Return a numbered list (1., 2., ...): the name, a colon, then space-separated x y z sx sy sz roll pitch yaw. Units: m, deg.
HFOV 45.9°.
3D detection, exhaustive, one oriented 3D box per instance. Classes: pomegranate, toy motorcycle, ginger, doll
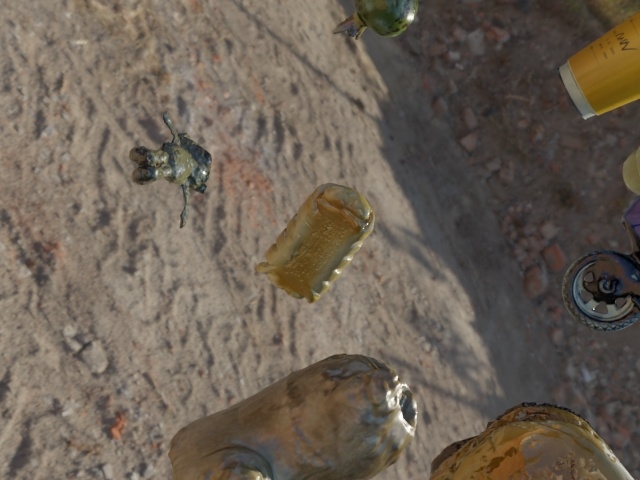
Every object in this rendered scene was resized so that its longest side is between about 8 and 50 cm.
1. pomegranate: 0.094 -0.395 1.283 0.122 0.162 0.122 41 30 -30
2. toy motorcycle: 0.391 -0.013 0.743 0.169 0.315 0.113 41 6 18
3. ginger: -0.033 0.201 0.739 0.130 0.276 0.221 63 22 13
4. doll: -0.272 -0.149 1.380 0.286 0.091 0.202 47 24 -65

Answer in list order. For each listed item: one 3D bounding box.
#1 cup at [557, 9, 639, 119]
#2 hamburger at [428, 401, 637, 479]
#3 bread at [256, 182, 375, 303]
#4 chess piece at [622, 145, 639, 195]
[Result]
1. cup: 0.656 -0.377 1.585 0.196 0.280 0.196 40 35 -35
2. hamburger: 0.335 0.418 1.204 0.284 0.304 0.174 48 8 -7
3. bread: 0.000 0.000 1.734 0.173 0.311 0.121 35 27 -7
4. chess piece: 0.601 -0.143 1.287 0.243 0.133 0.133 92 -22 -77
